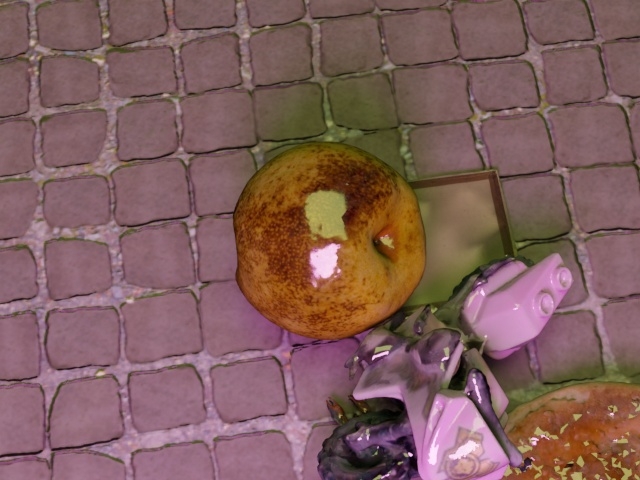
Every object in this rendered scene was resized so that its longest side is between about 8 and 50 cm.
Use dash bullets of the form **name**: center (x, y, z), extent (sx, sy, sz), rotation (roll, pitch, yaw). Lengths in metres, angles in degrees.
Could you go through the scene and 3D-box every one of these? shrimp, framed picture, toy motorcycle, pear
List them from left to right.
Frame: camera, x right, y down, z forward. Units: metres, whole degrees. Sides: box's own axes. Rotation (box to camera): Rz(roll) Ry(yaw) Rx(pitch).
- **pear**: center (0.000, 0.000, 1.274), extent (0.197, 0.197, 0.197), rotation (-1, 61, 2)
- **shrimp**: center (0.040, 0.186, 1.271), extent (0.038, 0.029, 0.092), rotation (-28, 60, -12)
- **framed picture**: center (0.096, 0.009, 1.375), extent (0.231, 0.010, 0.173), rotation (-7, 61, -2)
- **toy motorcycle**: center (0.140, 0.127, 1.201), extent (0.188, 0.143, 0.327), rotation (-2, 37, 49)

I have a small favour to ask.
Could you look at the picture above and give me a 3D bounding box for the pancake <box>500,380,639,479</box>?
- **pancake**: center (0.286, 0.300, 1.177), extent (0.382, 0.071, 0.382), rotation (-1, 62, 2)
